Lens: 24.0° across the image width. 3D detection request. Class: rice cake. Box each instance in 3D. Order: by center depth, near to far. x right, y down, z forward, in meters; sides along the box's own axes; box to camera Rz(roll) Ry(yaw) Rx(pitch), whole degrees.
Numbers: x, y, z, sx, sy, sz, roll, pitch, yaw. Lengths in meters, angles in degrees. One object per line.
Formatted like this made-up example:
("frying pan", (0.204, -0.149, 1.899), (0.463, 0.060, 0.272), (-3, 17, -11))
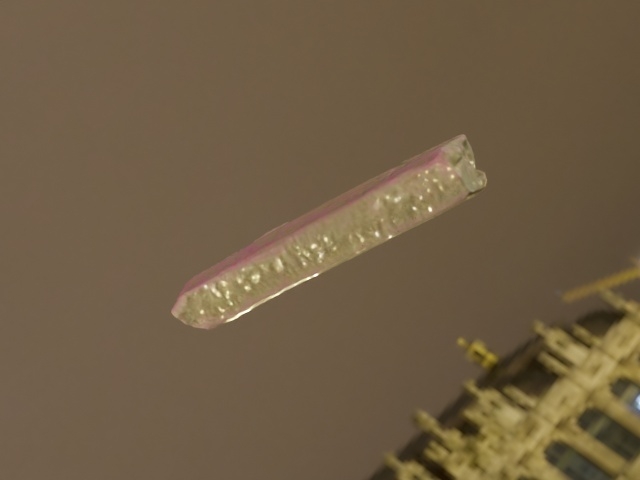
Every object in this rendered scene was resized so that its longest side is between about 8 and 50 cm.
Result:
("rice cake", (0.000, 0.000, 0.828), (0.207, 0.036, 0.047), (-27, 1, 32))
